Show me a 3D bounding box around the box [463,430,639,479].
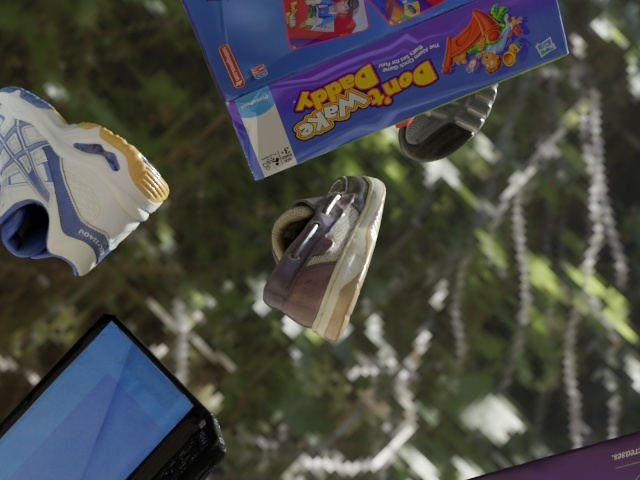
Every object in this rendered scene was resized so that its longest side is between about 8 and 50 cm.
[{"bbox_3d":[0.234,0.210,1.257,0.103,0.261,0.184,8,66,-55],"label":"box"}]

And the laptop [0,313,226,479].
[{"bbox_3d":[-0.211,0.201,1.713,0.136,0.234,0.264,43,0,-7],"label":"laptop"}]

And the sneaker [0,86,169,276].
[{"bbox_3d":[-0.267,-0.054,1.855,0.112,0.131,0.296,47,-14,-32],"label":"sneaker"}]

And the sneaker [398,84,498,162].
[{"bbox_3d":[0.152,-0.180,2.194,0.086,0.228,0.132,32,-7,-5],"label":"sneaker"}]

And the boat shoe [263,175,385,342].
[{"bbox_3d":[0.000,0.000,1.888,0.092,0.103,0.285,23,26,-5],"label":"boat shoe"}]

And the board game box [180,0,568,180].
[{"bbox_3d":[0.005,-0.218,1.454,0.347,0.233,0.078,-113,-178,-46],"label":"board game box"}]

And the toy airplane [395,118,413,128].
[{"bbox_3d":[0.057,-0.148,1.820,0.028,0.151,0.151,23,-22,24],"label":"toy airplane"}]
